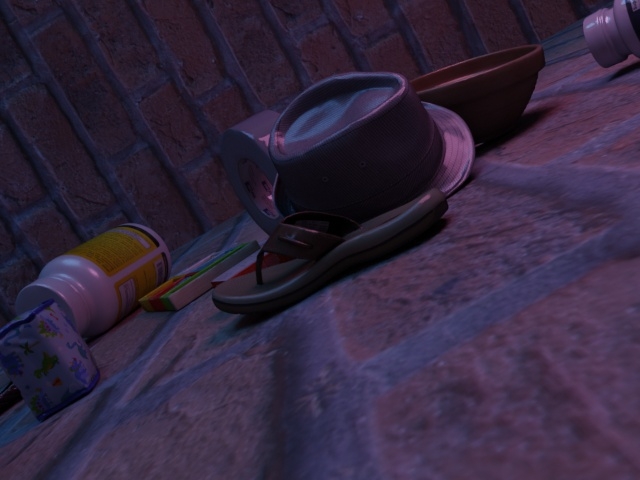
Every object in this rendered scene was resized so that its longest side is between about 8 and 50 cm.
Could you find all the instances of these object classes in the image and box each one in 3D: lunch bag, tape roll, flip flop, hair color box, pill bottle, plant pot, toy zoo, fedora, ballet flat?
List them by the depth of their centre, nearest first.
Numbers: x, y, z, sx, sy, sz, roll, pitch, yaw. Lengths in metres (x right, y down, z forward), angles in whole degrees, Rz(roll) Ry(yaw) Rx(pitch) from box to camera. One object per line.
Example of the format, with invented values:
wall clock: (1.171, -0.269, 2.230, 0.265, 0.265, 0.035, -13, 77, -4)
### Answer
flip flop: (0.000, 0.000, 0.618, 0.277, 0.080, 0.112, -26, 10, 20)
fedora: (0.044, -0.130, 0.729, 0.276, 0.124, 0.243, -14, 47, 20)
hair color box: (-0.069, 0.034, 0.764, 0.141, 0.043, 0.072, -35, 11, -26)
pill bottle: (0.463, -0.309, 0.773, 0.180, 0.108, 0.108, -20, 14, 47)
lunch bag: (-0.368, 0.152, 0.782, 0.096, 0.128, 0.151, -30, 10, -3)
plant pot: (0.233, -0.215, 0.895, 0.238, 0.109, 0.237, -17, 19, 6)
tape roll: (-0.074, -0.100, 0.941, 0.072, 0.219, 0.219, -34, 10, -23)
ballet flat: (-0.545, 0.267, 0.946, 0.058, 0.049, 0.173, -24, 11, 36)
toy zoo: (-0.249, 0.075, 1.125, 0.192, 0.030, 0.293, -35, 10, -29)
pill bottle: (-0.490, 0.095, 1.260, 0.188, 0.187, 0.334, -26, 10, 23)
